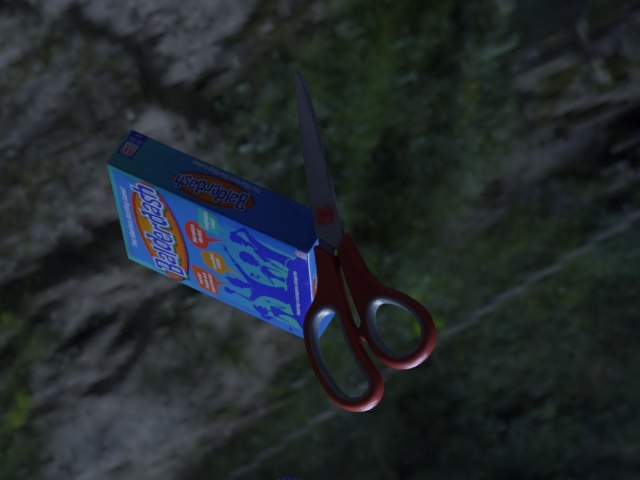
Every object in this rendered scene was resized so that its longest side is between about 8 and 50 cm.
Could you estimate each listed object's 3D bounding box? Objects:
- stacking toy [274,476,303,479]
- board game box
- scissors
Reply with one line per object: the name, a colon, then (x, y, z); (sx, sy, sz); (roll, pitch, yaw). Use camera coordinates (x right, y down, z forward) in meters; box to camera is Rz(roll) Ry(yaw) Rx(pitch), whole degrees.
stacking toy: (-0.052, 0.343, 1.454); (0.175, 0.166, 0.302); (-30, -162, 16)
board game box: (-0.088, -0.002, 1.687); (0.047, 0.210, 0.160); (-56, 160, -28)
scissors: (0.000, 0.000, 1.540); (0.109, 0.297, 0.021); (-32, 158, 14)
